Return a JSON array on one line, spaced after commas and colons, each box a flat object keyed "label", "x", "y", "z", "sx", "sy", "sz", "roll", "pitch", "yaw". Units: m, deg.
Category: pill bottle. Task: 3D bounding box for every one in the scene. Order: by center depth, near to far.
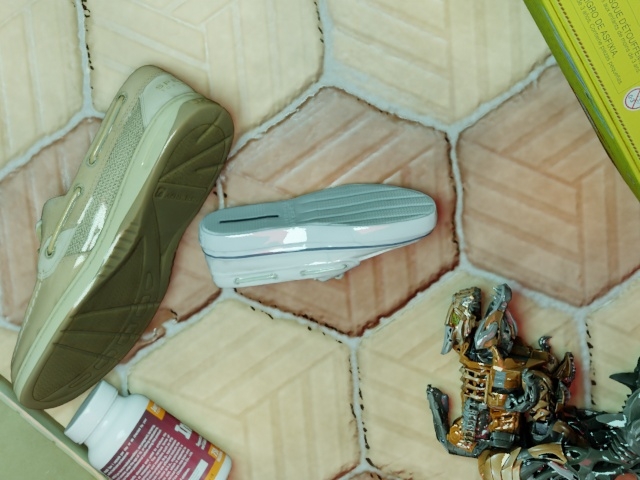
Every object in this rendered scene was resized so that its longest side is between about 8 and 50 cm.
[{"label": "pill bottle", "x": -0.168, "y": 0.204, "z": 1.596, "sx": 0.152, "sy": 0.086, "sz": 0.086, "roll": 36, "pitch": 100, "yaw": -9}]

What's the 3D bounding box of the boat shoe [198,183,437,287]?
[{"label": "boat shoe", "x": 0.000, "y": 0.000, "z": 1.563, "sx": 0.226, "sy": 0.083, "sz": 0.075, "roll": -3, "pitch": 123, "yaw": 7}]

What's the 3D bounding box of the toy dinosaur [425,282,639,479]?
[{"label": "toy dinosaur", "x": 0.225, "y": 0.191, "z": 1.588, "sx": 0.218, "sy": 0.164, "sz": 0.322, "roll": -15, "pitch": 122, "yaw": 18}]

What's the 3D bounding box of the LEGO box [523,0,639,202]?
[{"label": "LEGO box", "x": 0.336, "y": -0.279, "z": 1.327, "sx": 0.372, "sy": 0.193, "sz": 0.500, "roll": -31, "pitch": 129, "yaw": 6}]

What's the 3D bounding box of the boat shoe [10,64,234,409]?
[{"label": "boat shoe", "x": -0.204, "y": 0.000, "z": 1.546, "sx": 0.110, "sy": 0.122, "sz": 0.341, "roll": 36, "pitch": 100, "yaw": 30}]

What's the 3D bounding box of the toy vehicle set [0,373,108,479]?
[{"label": "toy vehicle set", "x": -0.358, "y": 0.272, "z": 1.637, "sx": 0.166, "sy": 0.035, "sz": 0.267, "roll": 43, "pitch": 99, "yaw": -9}]
